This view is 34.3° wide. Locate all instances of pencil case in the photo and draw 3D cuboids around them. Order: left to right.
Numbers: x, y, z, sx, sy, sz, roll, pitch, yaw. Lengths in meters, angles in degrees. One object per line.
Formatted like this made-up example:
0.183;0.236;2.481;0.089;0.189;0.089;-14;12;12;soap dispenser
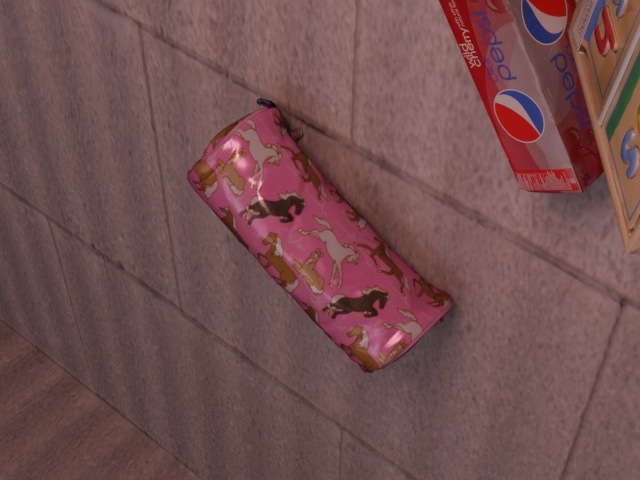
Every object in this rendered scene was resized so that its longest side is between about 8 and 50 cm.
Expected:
0.000;0.000;1.375;0.386;0.167;0.160;49;170;-1;pencil case

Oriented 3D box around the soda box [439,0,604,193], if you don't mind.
0.203;-0.178;1.005;0.083;0.092;0.263;3;126;52;soda box

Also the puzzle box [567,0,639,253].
0.279;-0.214;0.739;0.052;0.272;0.409;2;141;-6;puzzle box
